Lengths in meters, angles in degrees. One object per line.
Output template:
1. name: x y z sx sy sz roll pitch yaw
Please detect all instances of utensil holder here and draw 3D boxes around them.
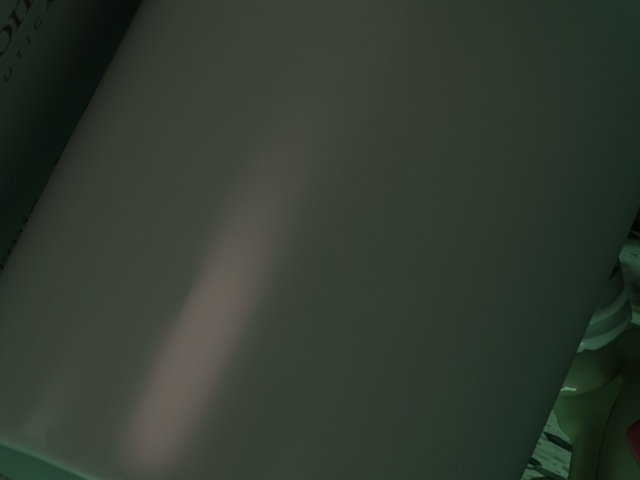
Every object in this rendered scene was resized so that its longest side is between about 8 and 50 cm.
1. utensil holder: 0.000 0.000 0.938 0.327 0.385 0.327 25 164 7

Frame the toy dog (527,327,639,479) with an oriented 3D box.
1. toy dog: 0.336 0.215 1.311 0.395 0.284 0.408 23 162 8

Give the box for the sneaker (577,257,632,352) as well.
1. sneaker: 0.123 -0.015 1.290 0.281 0.105 0.115 19 130 35

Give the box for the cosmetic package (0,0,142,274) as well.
1. cosmetic package: -0.294 -0.146 1.026 0.327 0.329 0.394 24 165 10
